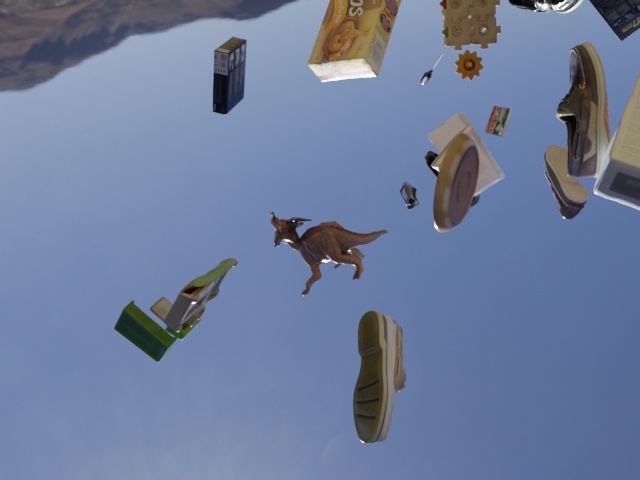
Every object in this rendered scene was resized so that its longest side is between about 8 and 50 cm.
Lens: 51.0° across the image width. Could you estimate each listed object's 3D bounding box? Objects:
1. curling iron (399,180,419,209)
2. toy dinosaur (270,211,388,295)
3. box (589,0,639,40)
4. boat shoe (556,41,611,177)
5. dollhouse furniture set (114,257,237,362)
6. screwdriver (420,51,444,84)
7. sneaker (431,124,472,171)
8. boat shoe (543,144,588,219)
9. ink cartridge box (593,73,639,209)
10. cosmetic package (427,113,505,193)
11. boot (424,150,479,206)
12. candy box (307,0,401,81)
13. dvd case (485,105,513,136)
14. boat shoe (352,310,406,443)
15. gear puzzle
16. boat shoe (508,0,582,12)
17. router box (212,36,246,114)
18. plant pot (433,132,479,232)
[{"bbox_3d":[0.205,-0.101,1.518,0.035,0.068,0.274,-25,-177,7],"label":"curling iron"},{"bbox_3d":[0.000,0.000,1.584,0.296,0.200,0.127,-17,-157,36],"label":"toy dinosaur"},{"bbox_3d":[0.958,-0.750,2.031,0.233,0.183,0.059,-37,-165,33],"label":"box"},{"bbox_3d":[0.534,-0.266,1.382,0.092,0.285,0.103,-6,176,8],"label":"boat shoe"},{"bbox_3d":[-0.371,0.138,1.721,0.151,0.301,0.197,39,-140,3],"label":"dollhouse furniture set"},{"bbox_3d":[0.335,-0.509,1.991,0.024,0.025,0.170,-28,176,-19],"label":"screwdriver"},{"bbox_3d":[0.338,-0.211,1.634,0.134,0.070,0.051,-50,-174,3],"label":"sneaker"},{"bbox_3d":[0.811,-0.202,2.269,0.112,0.095,0.335,10,-140,-5],"label":"boat shoe"},{"bbox_3d":[0.706,-0.162,1.253,0.308,0.091,0.385,22,-137,17],"label":"ink cartridge box"},{"bbox_3d":[0.439,-0.256,2.019,0.117,0.231,0.085,-35,170,29],"label":"cosmetic package"},{"bbox_3d":[0.404,-0.232,2.167,0.091,0.229,0.263,-43,-131,16],"label":"boot"},{"bbox_3d":[0.101,-0.589,1.816,0.183,0.087,0.316,5,-113,34],"label":"candy box"},{"bbox_3d":[0.540,-0.362,2.036,0.013,0.087,0.119,14,-168,-12],"label":"dvd case"},{"bbox_3d":[0.148,0.317,1.551,0.103,0.302,0.113,20,155,-33],"label":"boat shoe"},{"bbox_3d":[0.430,-0.634,1.943,0.176,0.338,0.044,-5,-174,-7],"label":"gear puzzle"},{"bbox_3d":[0.664,-0.743,1.998,0.113,0.127,0.340,-5,-160,-10],"label":"boat shoe"},{"bbox_3d":[-0.252,-0.456,1.860,0.046,0.178,0.133,15,-145,10],"label":"router box"},{"bbox_3d":[0.322,-0.130,1.560,0.032,0.236,0.236,15,-147,27],"label":"plant pot"}]
